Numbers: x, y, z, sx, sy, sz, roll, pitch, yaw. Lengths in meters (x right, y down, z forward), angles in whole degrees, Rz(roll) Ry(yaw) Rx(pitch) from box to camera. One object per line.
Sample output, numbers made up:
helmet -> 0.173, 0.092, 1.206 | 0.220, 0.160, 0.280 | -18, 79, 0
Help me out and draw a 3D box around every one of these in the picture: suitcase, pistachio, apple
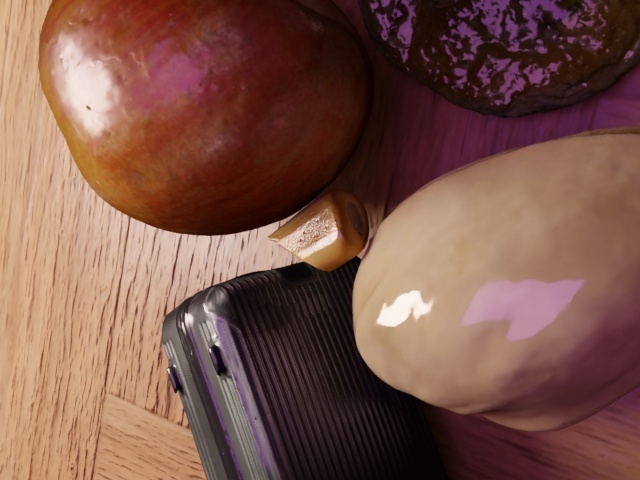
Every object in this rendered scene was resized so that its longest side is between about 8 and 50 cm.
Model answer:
suitcase -> -0.006, 0.171, 0.735 | 0.128, 0.202, 0.312 | -30, 77, 49
pistachio -> 0.172, 0.026, 0.632 | 0.318, 0.193, 0.214 | -32, 87, 19
apple -> -0.107, -0.131, 0.728 | 0.301, 0.301, 0.301 | 2, 95, 30

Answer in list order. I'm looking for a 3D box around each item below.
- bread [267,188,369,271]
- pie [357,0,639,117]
bread -> -0.001, 0.001, 0.704 | 0.103, 0.049, 0.062 | -36, 61, 41
pie -> 0.159, -0.235, 0.687 | 0.277, 0.078, 0.277 | 3, 96, 31
